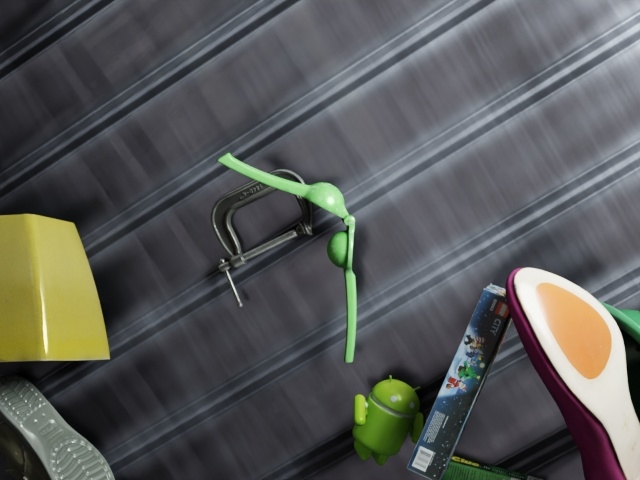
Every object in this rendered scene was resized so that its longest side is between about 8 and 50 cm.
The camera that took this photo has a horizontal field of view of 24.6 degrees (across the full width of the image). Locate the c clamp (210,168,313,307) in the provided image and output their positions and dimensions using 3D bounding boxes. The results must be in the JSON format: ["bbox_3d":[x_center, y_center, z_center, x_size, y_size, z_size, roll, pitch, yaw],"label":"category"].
[{"bbox_3d":[-0.073,-0.011,1.904,0.160,0.022,0.137,-32,84,15],"label":"c clamp"}]

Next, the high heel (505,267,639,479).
[{"bbox_3d":[0.298,0.196,1.746,0.377,0.127,0.181,54,143,-11],"label":"high heel"}]

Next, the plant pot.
[{"bbox_3d":[-0.410,0.065,1.907,0.212,0.212,0.187,-3,85,13],"label":"plant pot"}]

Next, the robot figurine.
[{"bbox_3d":[0.084,0.228,1.878,0.101,0.067,0.115,20,105,-20],"label":"robot figurine"}]

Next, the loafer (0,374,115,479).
[{"bbox_3d":[-0.370,0.297,1.993,0.251,0.094,0.087,52,130,11],"label":"loafer"}]

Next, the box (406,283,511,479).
[{"bbox_3d":[0.177,0.169,1.785,0.044,0.159,0.233,24,95,9],"label":"box"}]

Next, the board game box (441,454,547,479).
[{"bbox_3d":[0.199,0.417,1.902,0.136,0.030,0.260,15,102,13],"label":"board game box"}]

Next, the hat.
[{"bbox_3d":[0.427,0.108,1.800,0.208,0.183,0.173,36,148,32],"label":"hat"}]

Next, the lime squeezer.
[{"bbox_3d":[0.000,0.000,1.852,0.110,0.059,0.310,-35,99,-19],"label":"lime squeezer"}]
